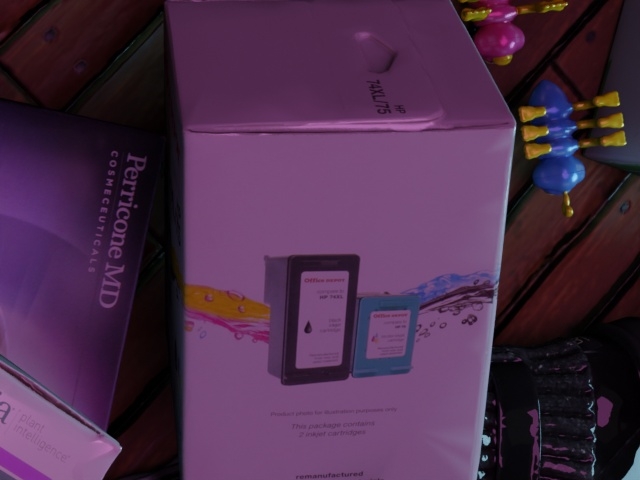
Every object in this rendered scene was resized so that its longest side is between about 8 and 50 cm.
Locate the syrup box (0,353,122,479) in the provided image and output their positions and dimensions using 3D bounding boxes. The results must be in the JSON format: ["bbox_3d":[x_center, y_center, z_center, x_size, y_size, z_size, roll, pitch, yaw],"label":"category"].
[{"bbox_3d":[-0.197,0.092,0.826,0.093,0.237,0.096,38,81,-25],"label":"syrup box"}]

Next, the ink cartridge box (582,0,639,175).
[{"bbox_3d":[0.345,-0.110,1.327,0.219,0.092,0.160,16,89,-25],"label":"ink cartridge box"}]

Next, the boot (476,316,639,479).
[{"bbox_3d":[0.165,0.237,1.259,0.260,0.131,0.348,-11,89,-30],"label":"boot"}]

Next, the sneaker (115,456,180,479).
[{"bbox_3d":[-0.080,0.212,1.136,0.269,0.153,0.101,-28,106,-19],"label":"sneaker"}]

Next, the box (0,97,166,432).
[{"bbox_3d":[-0.282,0.041,1.014,0.294,0.183,0.296,11,92,-26],"label":"box"}]

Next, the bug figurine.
[{"bbox_3d":[0.087,-0.115,1.222,0.279,0.072,0.216,-6,92,-19],"label":"bug figurine"}]

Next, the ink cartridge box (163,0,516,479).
[{"bbox_3d":[0.000,0.000,1.056,0.197,0.198,0.270,-2,121,-8],"label":"ink cartridge box"}]
